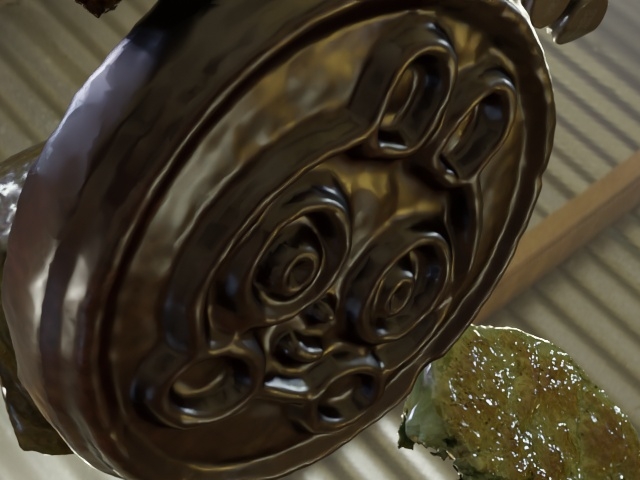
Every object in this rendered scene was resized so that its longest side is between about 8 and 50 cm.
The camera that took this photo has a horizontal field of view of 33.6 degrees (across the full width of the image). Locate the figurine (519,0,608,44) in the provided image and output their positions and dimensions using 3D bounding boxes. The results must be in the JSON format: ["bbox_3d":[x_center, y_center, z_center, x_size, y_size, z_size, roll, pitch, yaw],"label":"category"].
[{"bbox_3d":[0.151,-0.345,1.128,0.248,0.203,0.380,-12,-133,-33],"label":"figurine"}]

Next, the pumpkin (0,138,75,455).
[{"bbox_3d":[-0.176,0.033,0.948,0.225,0.256,0.303,-11,-156,-11],"label":"pumpkin"}]

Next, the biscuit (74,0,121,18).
[{"bbox_3d":[-0.136,-0.201,0.479,0.106,0.252,0.070,-24,-119,20],"label":"biscuit"}]

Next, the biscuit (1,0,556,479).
[{"bbox_3d":[0.000,0.000,0.685,0.407,0.407,0.091,-28,-133,-26],"label":"biscuit"}]

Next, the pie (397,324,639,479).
[{"bbox_3d":[0.240,0.242,1.148,0.296,0.078,0.371,-30,-96,-45],"label":"pie"}]
